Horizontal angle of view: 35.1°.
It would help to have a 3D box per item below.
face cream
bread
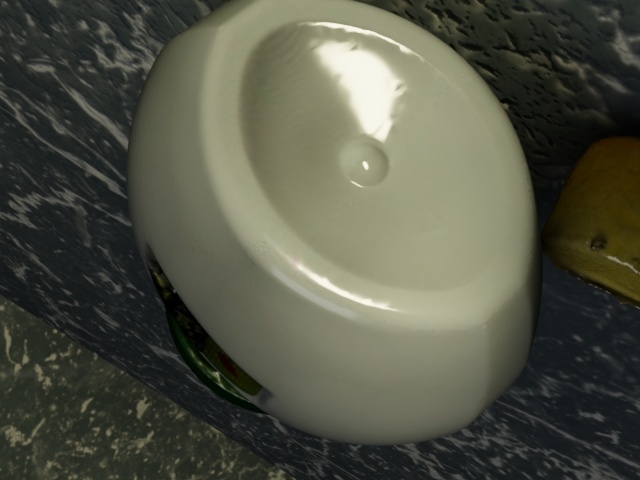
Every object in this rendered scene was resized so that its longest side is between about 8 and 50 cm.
[{"bbox_3d":[0.000,0.000,0.696,0.312,0.219,0.357,48,164,6],"label":"face cream"},{"bbox_3d":[0.256,0.020,0.600,0.245,0.094,0.102,26,166,16],"label":"bread"}]
